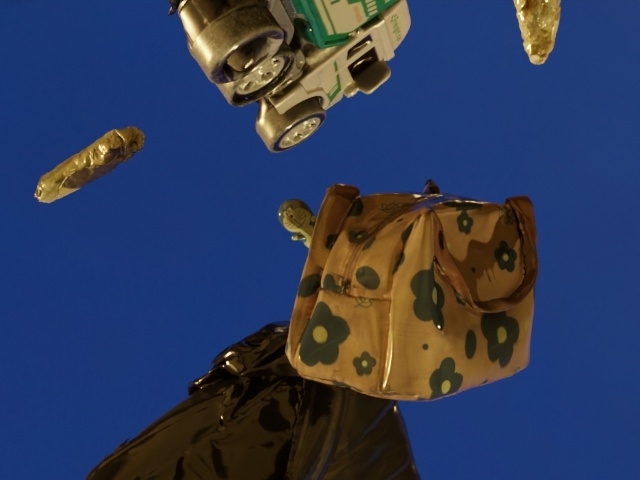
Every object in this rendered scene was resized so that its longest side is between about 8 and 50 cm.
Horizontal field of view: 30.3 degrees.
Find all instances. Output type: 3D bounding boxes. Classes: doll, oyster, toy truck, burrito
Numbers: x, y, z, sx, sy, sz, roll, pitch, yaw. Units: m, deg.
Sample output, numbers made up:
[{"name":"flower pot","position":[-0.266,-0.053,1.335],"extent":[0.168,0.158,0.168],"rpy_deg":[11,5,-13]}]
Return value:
[{"name":"doll","position":[0.000,0.000,1.299],"extent":[0.125,0.037,0.027],"rpy_deg":[44,-166,-25]},{"name":"oyster","position":[0.224,-0.290,1.258],"extent":[0.200,0.106,0.061],"rpy_deg":[53,-148,-17]},{"name":"toy truck","position":[-0.023,-0.133,0.558],"extent":[0.124,0.253,0.114],"rpy_deg":[-34,-103,3]},{"name":"burrito","position":[-0.311,-0.097,1.560],"extent":[0.058,0.188,0.045],"rpy_deg":[-21,-93,-62]}]

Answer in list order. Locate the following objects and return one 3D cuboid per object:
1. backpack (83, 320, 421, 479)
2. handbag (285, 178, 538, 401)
[{"name":"backpack","position":[-0.085,0.307,1.342],"extent":[0.445,0.363,0.254],"rpy_deg":[-31,-155,-23]},{"name":"handbag","position":[0.101,0.042,1.181],"extent":[0.190,0.193,0.251],"rpy_deg":[10,-170,38]}]
